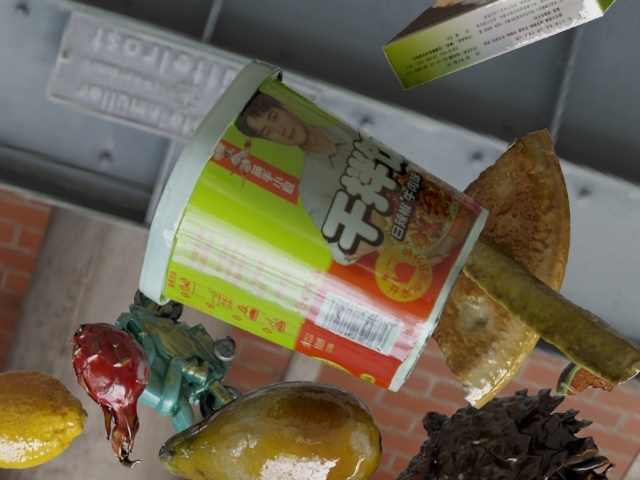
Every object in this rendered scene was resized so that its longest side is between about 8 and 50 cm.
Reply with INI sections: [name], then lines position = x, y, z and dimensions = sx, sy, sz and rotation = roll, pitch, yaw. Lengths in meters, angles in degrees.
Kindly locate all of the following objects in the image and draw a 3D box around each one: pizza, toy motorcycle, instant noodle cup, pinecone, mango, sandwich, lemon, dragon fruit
[pizza]
position = 0.223, 0.031, 1.604
dimensions = 0.182, 0.366, 0.074
rotation = -2, 160, 42
[toy motorcycle]
position = -0.241, 0.199, 2.042
dimensions = 0.198, 0.109, 0.296
rotation = -26, -111, -38
[instant noodle cup]
position = 0.000, 0.000, 1.396
dimensions = 0.307, 0.294, 0.294
rotation = 28, -148, 5
[pinecone]
position = 0.256, 0.342, 1.741
dimensions = 0.298, 0.242, 0.296
rotation = -40, -130, -12
[mango]
position = -0.064, 0.261, 1.590
dimensions = 0.192, 0.316, 0.146
rotation = 29, -126, -47
[sandwich]
position = 0.445, 0.219, 2.095
dimensions = 0.135, 0.067, 0.029
rotation = -3, -176, -31
[lemon]
position = -0.421, 0.252, 1.806
dimensions = 0.187, 0.142, 0.142
rotation = 0, -148, 4
[dragon fruit]
position = -0.248, 0.187, 1.589
dimensions = 0.094, 0.094, 0.191
rotation = -20, -90, -48

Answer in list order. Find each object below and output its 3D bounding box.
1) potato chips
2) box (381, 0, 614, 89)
[potato chips]
position = 0.246, 0.071, 1.450
dimensions = 0.080, 0.057, 0.407
rotation = 33, -174, -35
[box]
position = 0.216, -0.263, 1.419
dimensions = 0.062, 0.260, 0.175
rotation = 60, -140, -14
